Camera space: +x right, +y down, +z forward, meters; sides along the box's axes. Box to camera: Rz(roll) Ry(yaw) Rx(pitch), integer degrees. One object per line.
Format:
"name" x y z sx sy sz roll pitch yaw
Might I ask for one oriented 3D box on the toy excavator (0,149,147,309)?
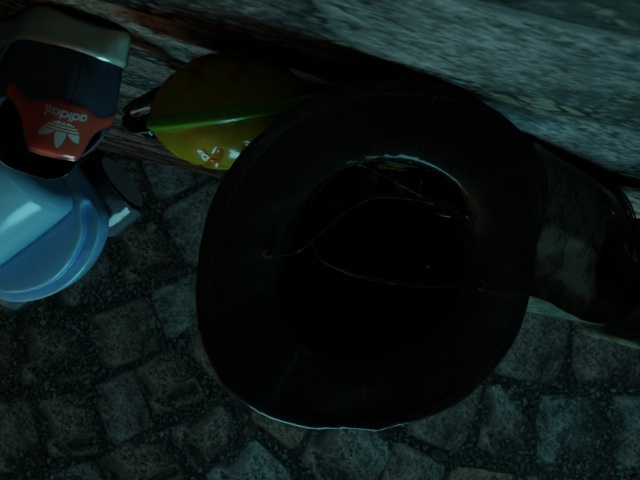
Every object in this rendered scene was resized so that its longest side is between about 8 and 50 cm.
"toy excavator" -0.436 -0.113 1.092 0.433 0.222 0.445 55 -172 -3

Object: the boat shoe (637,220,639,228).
"boat shoe" 0.359 -0.020 1.388 0.190 0.068 0.072 14 -169 -10

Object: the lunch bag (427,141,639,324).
"lunch bag" 0.195 -0.009 1.067 0.287 0.169 0.235 21 175 -42

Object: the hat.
"hat" 0.032 0.002 0.859 0.331 0.331 0.134 14 -160 -23

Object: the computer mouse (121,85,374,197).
"computer mouse" -0.041 -0.115 0.962 0.272 0.072 0.188 20 -160 10

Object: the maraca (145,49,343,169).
"maraca" -0.057 -0.114 0.835 0.185 0.099 0.127 -8 -166 0

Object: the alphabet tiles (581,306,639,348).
"alphabet tiles" 0.460 0.059 1.022 0.342 0.011 0.285 -14 -179 -4

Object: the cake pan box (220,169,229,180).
"cake pan box" 0.000 0.000 1.188 0.245 0.070 0.267 28 -162 -19

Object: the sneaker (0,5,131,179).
"sneaker" -0.286 -0.140 1.001 0.131 0.148 0.350 14 180 -19
